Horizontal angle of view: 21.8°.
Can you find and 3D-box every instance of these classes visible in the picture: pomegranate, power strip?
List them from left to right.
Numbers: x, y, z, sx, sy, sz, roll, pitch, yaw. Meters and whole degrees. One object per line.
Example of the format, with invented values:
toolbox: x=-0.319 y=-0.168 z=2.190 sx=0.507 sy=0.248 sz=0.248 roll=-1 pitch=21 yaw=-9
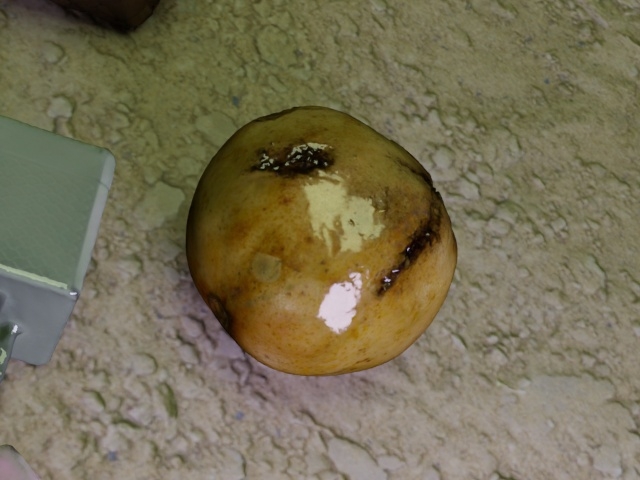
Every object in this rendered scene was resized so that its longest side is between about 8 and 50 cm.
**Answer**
power strip: x=-0.281 y=0.021 z=1.467 sx=0.139 sy=0.140 sz=0.224 roll=19 pitch=51 yaw=-13
pomegranate: x=0.000 y=0.000 z=1.553 sx=0.260 sy=0.260 sz=0.260 roll=12 pitch=54 yaw=-17

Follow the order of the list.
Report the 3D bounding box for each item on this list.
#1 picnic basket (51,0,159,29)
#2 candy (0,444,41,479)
picnic basket: x=-0.249 y=-0.414 z=1.669 sx=0.337 sy=0.337 sz=0.293 roll=16 pitch=52 yaw=-14
candy: x=-0.221 y=0.305 z=1.287 sx=0.115 sy=0.155 sz=0.265 roll=-26 pitch=71 yaw=-32
